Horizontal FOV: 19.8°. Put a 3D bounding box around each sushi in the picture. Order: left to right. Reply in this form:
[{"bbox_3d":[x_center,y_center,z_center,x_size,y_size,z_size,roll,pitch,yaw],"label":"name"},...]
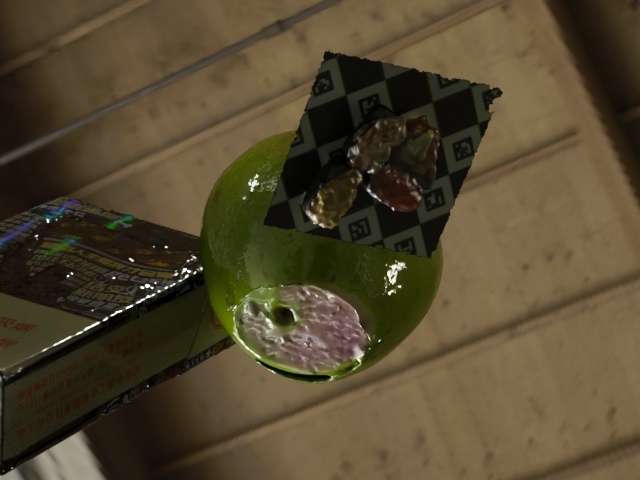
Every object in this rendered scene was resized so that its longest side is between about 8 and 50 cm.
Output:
[{"bbox_3d":[0.043,-0.046,1.111,0.126,0.026,0.120,10,-69,-27],"label":"sushi"}]

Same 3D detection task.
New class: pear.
[{"bbox_3d":[0.000,0.000,1.395,0.187,0.219,0.187,5,-46,5],"label":"pear"}]

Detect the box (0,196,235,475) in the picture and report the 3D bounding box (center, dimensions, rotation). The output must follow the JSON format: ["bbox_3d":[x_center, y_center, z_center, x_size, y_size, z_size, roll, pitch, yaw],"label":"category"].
[{"bbox_3d":[-0.220,0.062,1.407,0.198,0.310,0.084,16,-66,28],"label":"box"}]
